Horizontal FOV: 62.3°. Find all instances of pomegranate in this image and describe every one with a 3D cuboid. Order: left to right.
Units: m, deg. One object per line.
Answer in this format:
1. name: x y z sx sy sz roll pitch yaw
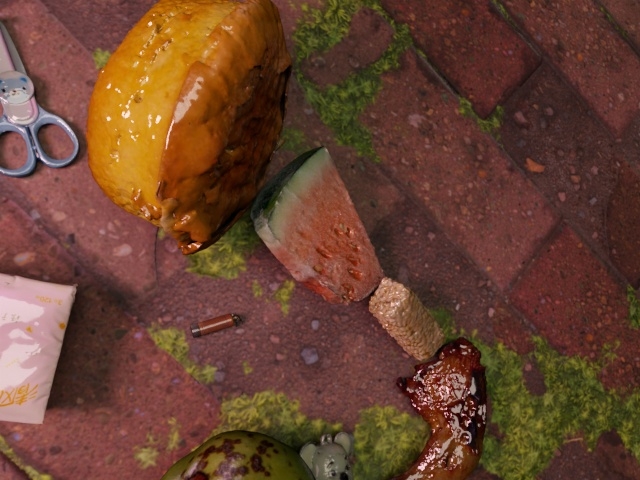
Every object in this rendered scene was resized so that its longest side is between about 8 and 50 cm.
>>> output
1. pomegranate: -0.115 0.386 0.694 0.254 0.270 0.254 1 95 8

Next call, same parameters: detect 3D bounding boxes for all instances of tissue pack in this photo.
1. tissue pack: -0.454 0.124 0.678 0.225 0.124 0.185 16 76 -27

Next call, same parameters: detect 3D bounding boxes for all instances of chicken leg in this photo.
1. chicken leg: 0.206 0.320 0.920 0.177 0.083 0.322 16 73 -7

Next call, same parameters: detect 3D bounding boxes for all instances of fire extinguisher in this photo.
1. fire extinguisher: -0.165 0.136 0.849 0.083 0.022 0.028 -15 123 -22

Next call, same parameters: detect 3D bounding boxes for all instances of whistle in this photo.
1. whistle: 0.019 0.425 0.831 0.114 0.077 0.235 3 80 -44

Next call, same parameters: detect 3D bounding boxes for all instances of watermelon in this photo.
1. watermelon: 0.000 0.000 0.887 0.256 0.140 0.193 49 64 -15

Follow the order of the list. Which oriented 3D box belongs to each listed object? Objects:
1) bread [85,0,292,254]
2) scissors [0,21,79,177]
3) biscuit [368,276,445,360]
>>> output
1. bread: -0.175 -0.166 0.760 0.204 0.337 0.358 18 71 10
2. scissors: -0.463 -0.225 0.807 0.125 0.030 0.256 -18 88 -23
3. biscuit: 0.153 0.136 0.912 0.082 0.070 0.168 -51 125 -15
